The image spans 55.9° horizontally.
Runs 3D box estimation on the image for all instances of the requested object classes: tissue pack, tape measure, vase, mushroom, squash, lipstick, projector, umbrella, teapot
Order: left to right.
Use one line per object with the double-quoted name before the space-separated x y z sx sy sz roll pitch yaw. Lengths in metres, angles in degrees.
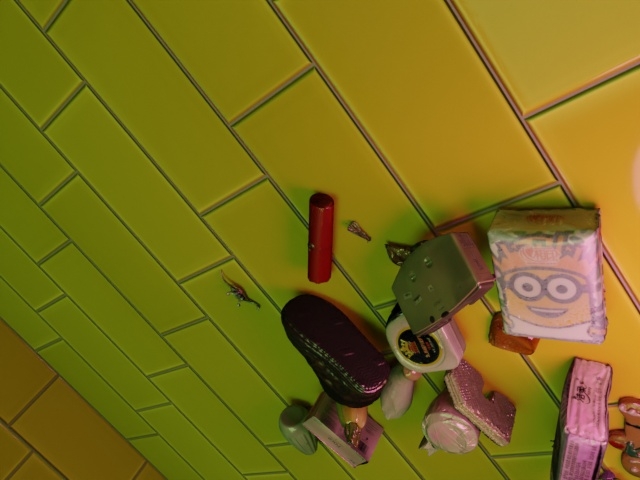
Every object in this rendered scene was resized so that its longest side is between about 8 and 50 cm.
"vase" -0.072 0.721 2.261 0.128 0.128 0.248 7 138 26
"lipstick" 0.000 -0.001 1.648 0.073 0.073 0.279 17 132 18
"tissue pack" 0.081 0.643 2.083 0.246 0.148 0.092 40 136 -2
"squash" 0.108 0.516 1.909 0.137 0.287 0.137 -2 116 -4
"umbrella" 0.101 -0.024 1.605 0.083 0.020 0.031 38 96 -2
"mushroom" 0.241 0.431 1.832 0.103 0.118 0.270 -4 135 -13
"tape measure" 0.275 0.240 1.662 0.207 0.115 0.235 -16 108 38
"projector" 0.286 0.093 1.455 0.269 0.088 0.193 -51 54 46
"teapot" 0.398 0.538 1.788 0.163 0.178 0.221 16 127 21
"tissue pack" 0.520 0.080 1.366 0.228 0.128 0.310 1 125 30
"tissue pack" 0.663 0.513 1.548 0.122 0.259 0.361 9 128 20

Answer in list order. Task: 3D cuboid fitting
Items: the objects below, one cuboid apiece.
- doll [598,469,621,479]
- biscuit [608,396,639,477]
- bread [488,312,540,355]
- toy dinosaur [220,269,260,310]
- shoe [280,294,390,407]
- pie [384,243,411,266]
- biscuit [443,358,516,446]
"doll" 0.811 0.725 1.784 0.190 0.050 0.115 -13 111 39
"biscuit" 0.871 0.540 1.598 0.197 0.049 0.301 11 132 26
"bread" 0.505 0.254 1.579 0.129 0.044 0.126 16 134 14
"toy dinosaur" -0.278 0.175 1.986 0.180 0.037 0.058 42 112 -16
"shoe" 0.035 0.344 1.840 0.384 0.171 0.237 39 151 16
"pie" 0.253 0.050 1.565 0.170 0.034 0.092 1 123 29
"biscuit" 0.451 0.451 1.704 0.250 0.147 0.046 42 132 -4
